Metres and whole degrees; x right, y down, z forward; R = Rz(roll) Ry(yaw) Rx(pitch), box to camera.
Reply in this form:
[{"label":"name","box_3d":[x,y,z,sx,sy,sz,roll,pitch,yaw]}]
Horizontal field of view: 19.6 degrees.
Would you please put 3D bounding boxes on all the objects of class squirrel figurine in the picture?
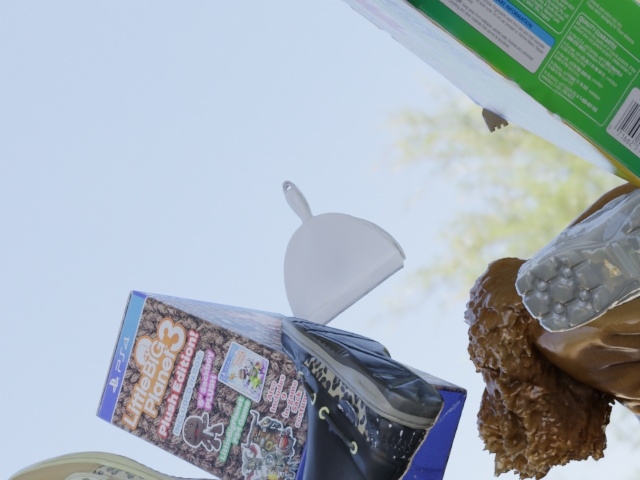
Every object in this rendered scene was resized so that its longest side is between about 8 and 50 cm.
[{"label":"squirrel figurine","box_3d":[0.387,0.163,2.382,0.397,0.281,0.370,-19,-54,17]}]

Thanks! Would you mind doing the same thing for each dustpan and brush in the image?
[{"label":"dustpan and brush","box_3d":[0.000,0.000,2.134,0.147,0.211,0.060,-37,-28,7]}]

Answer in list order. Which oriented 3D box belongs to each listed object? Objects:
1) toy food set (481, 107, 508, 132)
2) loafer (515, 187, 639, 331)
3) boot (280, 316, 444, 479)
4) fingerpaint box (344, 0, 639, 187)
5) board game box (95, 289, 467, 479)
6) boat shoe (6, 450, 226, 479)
[{"label":"toy food set","box_3d":[0.282,-0.220,2.405,0.192,0.132,0.038,-23,-17,-5]},{"label":"loafer","box_3d":[0.312,-0.007,1.695,0.319,0.112,0.111,-24,12,47]},{"label":"boot","box_3d":[0.006,0.169,1.517,0.085,0.236,0.179,14,-81,-26]},{"label":"fingerpaint box","box_3d":[0.180,-0.269,2.070,0.444,0.371,0.163,32,-89,-35]},{"label":"board game box","box_3d":[-0.041,0.168,1.906,0.232,0.291,0.141,12,-84,-48]},{"label":"boat shoe","box_3d":[-0.163,0.249,1.584,0.089,0.285,0.105,-48,-47,-56]}]
